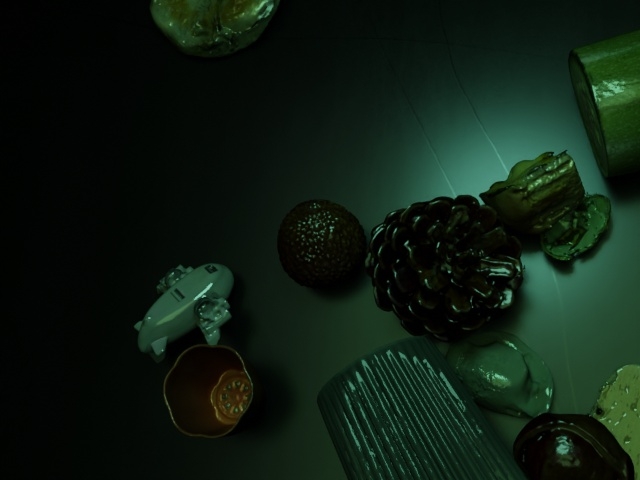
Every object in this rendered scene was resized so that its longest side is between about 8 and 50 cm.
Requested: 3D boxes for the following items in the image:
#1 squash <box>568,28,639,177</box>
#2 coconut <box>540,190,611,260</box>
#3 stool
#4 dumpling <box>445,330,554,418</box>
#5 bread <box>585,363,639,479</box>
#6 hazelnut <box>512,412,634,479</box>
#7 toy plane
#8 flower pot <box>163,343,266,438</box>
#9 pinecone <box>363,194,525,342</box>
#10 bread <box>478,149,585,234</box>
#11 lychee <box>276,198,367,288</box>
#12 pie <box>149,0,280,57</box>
[{"bbox_3d":[0.683,-0.283,1.607,0.384,0.263,0.263,-15,73,12],"label":"squash"},{"bbox_3d":[0.494,-0.032,1.700,0.158,0.055,0.133,-37,45,8],"label":"coconut"},{"bbox_3d":[0.173,0.375,1.582,0.297,0.297,0.330,-31,65,7],"label":"stool"},{"bbox_3d":[0.343,0.248,1.653,0.219,0.108,0.153,29,86,18],"label":"dumpling"},{"bbox_3d":[0.564,0.362,1.596,0.181,0.039,0.251,34,88,20],"label":"bread"},{"bbox_3d":[0.443,0.389,1.512,0.160,0.170,0.201,-23,45,-29],"label":"hazelnut"},{"bbox_3d":[-0.285,0.148,1.848,0.252,0.118,0.252,-16,45,17],"label":"toy plane"},{"bbox_3d":[-0.198,0.307,1.762,0.190,0.173,0.191,-3,77,15],"label":"flower pot"},{"bbox_3d":[0.234,0.057,1.646,0.298,0.296,0.242,24,65,-4],"label":"pinecone"},{"bbox_3d":[0.414,-0.083,1.668,0.174,0.251,0.133,-35,92,4],"label":"bread"},{"bbox_3d":[-0.003,0.004,1.780,0.194,0.194,0.195,-4,76,15],"label":"lychee"},{"bbox_3d":[-0.239,-0.581,2.048,0.338,0.077,0.339,-4,76,19],"label":"pie"}]
